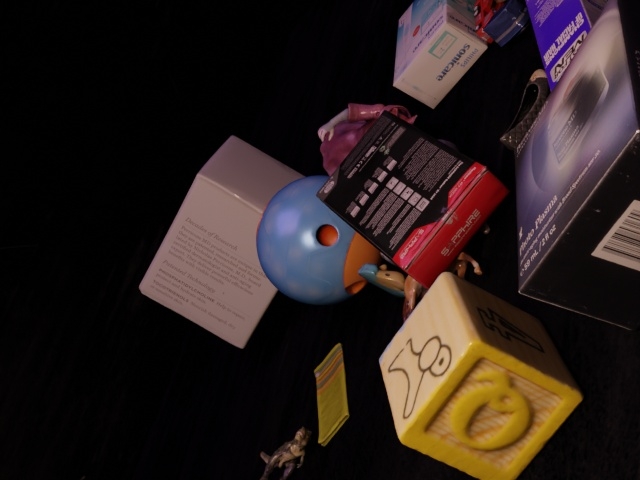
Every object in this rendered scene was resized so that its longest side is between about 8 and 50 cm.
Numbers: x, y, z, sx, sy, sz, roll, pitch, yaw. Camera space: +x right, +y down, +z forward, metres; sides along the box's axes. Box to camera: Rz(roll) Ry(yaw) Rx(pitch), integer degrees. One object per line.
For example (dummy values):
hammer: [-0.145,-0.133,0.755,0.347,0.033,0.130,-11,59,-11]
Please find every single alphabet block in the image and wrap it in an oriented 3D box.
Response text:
alphabet block: [0.218,0.194,1.342,0.192,0.193,0.197,-58,18,21]

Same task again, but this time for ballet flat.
ballet flat: [0.383,-0.247,1.759,0.057,0.049,0.173,-17,48,66]

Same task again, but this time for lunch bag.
lunch bag: [0.401,-0.463,2.005,0.067,0.065,0.098,-56,9,-35]

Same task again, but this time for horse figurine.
horse figurine: [0.220,0.073,1.736,0.263,0.066,0.174,-50,28,27]

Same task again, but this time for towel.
towel: [0.022,0.322,2.014,0.102,0.021,0.237,-56,19,25]

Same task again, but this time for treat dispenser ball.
treat dispenser ball: [0.000,0.000,2.104,0.288,0.288,0.288,-53,19,28]

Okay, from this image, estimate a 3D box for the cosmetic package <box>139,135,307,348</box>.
cosmetic package: [-0.222,-0.001,2.546,0.393,0.327,0.329,-59,3,27]

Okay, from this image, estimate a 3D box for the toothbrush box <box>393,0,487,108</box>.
toothbrush box: [0.288,-0.498,2.281,0.216,0.126,0.295,-48,24,41]

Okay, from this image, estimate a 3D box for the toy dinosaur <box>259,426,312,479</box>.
toy dinosaur: [-0.086,0.481,2.036,0.268,0.064,0.118,-42,20,54]

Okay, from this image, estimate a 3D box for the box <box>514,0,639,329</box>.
box: [0.388,-0.100,1.216,0.294,0.183,0.296,-79,10,-45]

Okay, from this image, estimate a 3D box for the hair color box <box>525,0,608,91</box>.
hair color box: [0.434,-0.302,1.464,0.110,0.185,0.338,-52,20,32]

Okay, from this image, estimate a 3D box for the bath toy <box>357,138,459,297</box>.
bath toy: [0.185,-0.063,1.931,0.151,0.129,0.348,-22,43,65]

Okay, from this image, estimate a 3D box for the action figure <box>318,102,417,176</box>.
action figure: [0.149,-0.233,2.280,0.276,0.248,0.370,-41,3,-31]

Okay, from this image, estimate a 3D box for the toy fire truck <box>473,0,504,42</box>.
toy fire truck: [0.406,-0.547,2.144,0.135,0.047,0.192,-48,23,38]

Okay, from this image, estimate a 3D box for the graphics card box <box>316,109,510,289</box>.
graphics card box: [0.162,-0.088,1.792,0.232,0.094,0.371,-52,36,2]
